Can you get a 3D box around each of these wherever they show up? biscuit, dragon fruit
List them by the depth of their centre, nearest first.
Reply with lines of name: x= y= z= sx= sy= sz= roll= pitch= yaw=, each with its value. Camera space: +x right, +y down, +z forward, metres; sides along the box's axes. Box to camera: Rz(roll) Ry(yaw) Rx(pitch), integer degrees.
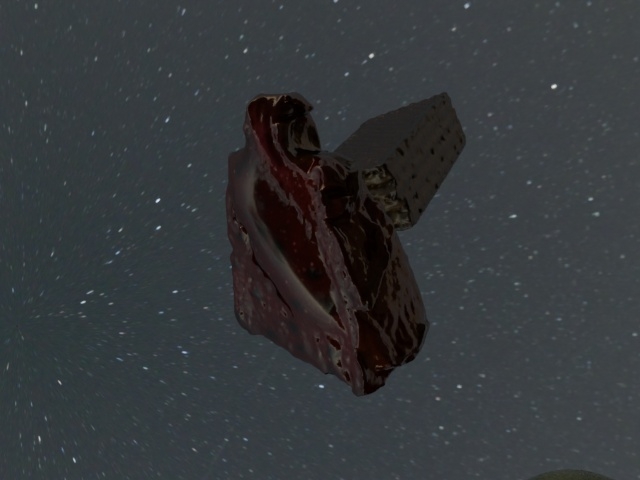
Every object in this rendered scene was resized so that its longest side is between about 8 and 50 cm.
dragon fruit: x=0.000 y=0.002 z=0.394 sx=0.097 sy=0.063 sz=0.131 roll=0 pitch=-69 yaw=7
biscuit: x=0.066 y=-0.072 z=0.896 sx=0.070 sy=0.106 sz=0.252 roll=64 pitch=-149 yaw=-15

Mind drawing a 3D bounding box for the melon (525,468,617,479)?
melon: x=0.175 y=0.230 z=0.607 sx=0.139 sy=0.192 sz=0.139 roll=-5 pitch=-117 yaw=10
